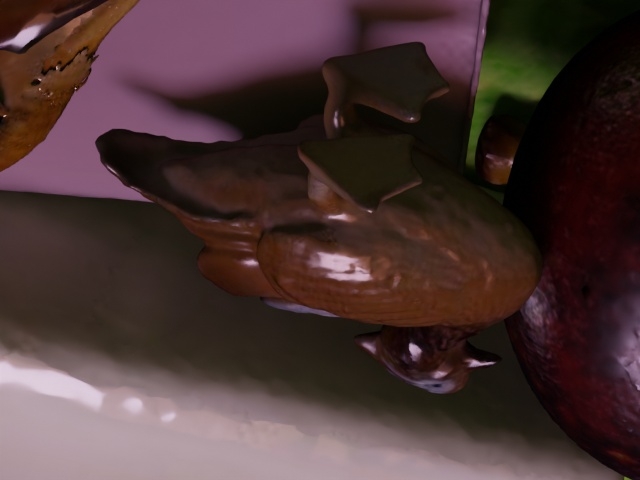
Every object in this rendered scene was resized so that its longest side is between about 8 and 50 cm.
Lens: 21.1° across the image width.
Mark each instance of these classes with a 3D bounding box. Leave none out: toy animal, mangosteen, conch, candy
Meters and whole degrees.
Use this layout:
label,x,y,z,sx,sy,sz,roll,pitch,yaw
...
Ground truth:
label,x,y,z,sx,sy,sz,roll,pitch,yaw
toy animal,0.000,0.000,0.725,0.188,0.089,0.179,12,144,10
mangosteen,0.171,-0.010,0.803,0.235,0.235,0.261,44,172,-39
conch,-0.108,-0.090,0.623,0.080,0.086,0.233,50,122,6
candy,-0.030,0.055,0.885,0.359,0.208,0.145,16,140,-13

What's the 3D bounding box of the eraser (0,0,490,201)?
label,x,y,z,sx,sy,sz,roll,pitch,yaw
eraser,-0.106,-0.137,0.720,0.359,0.122,0.272,4,145,3
